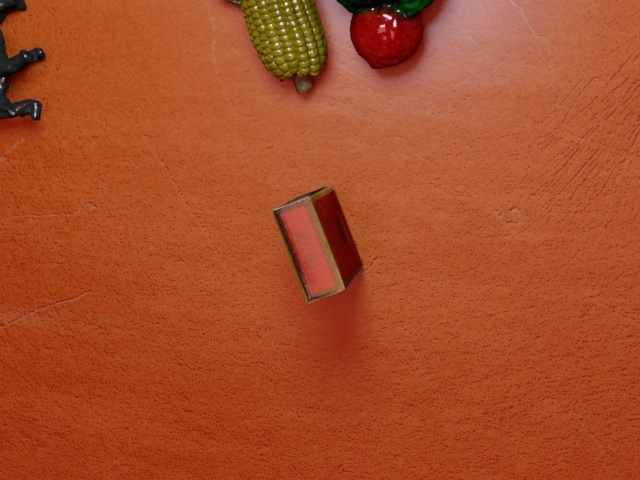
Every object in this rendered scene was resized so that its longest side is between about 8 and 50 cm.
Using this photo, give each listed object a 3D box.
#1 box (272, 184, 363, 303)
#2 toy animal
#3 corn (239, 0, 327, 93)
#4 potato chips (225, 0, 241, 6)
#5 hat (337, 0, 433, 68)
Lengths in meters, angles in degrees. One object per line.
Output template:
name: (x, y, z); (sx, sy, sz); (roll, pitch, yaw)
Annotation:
box: (-0.001, 0.000, 1.798); (0.074, 0.240, 0.153); (-24, 93, 11)
toy animal: (-0.539, -0.301, 1.921); (0.146, 0.114, 0.245); (-23, 72, 5)
corn: (-0.072, -0.382, 1.793); (0.119, 0.119, 0.322); (-17, 112, 11)
potato chips: (-0.094, -0.472, 1.843); (0.150, 0.049, 0.202); (18, 108, -10)
hat: (0.084, -0.421, 1.745); (0.274, 0.242, 0.332); (9, 113, 24)
